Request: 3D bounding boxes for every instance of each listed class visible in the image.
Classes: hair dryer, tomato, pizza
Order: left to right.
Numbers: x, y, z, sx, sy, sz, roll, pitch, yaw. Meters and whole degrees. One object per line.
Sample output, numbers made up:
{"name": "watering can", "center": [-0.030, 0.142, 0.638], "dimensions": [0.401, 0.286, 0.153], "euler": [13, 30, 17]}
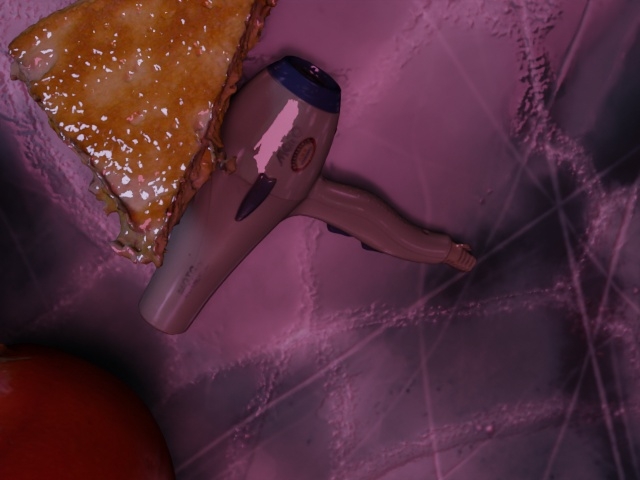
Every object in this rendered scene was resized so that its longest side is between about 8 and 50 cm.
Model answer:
{"name": "tomato", "center": [-0.289, 0.253, 0.898], "dimensions": [0.321, 0.321, 0.322], "euler": [0, 105, -1]}
{"name": "pizza", "center": [-0.160, -0.104, 0.855], "dimensions": [0.279, 0.075, 0.288], "euler": [-8, 67, 12]}
{"name": "hair dryer", "center": [-0.041, 0.008, 0.951], "dimensions": [0.296, 0.119, 0.298], "euler": [-36, 116, 15]}
